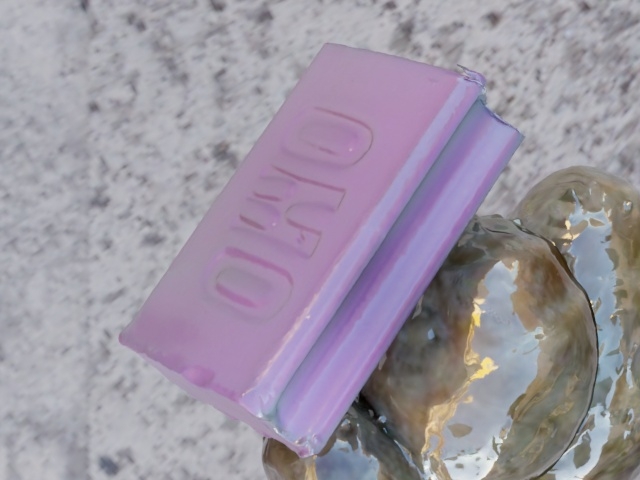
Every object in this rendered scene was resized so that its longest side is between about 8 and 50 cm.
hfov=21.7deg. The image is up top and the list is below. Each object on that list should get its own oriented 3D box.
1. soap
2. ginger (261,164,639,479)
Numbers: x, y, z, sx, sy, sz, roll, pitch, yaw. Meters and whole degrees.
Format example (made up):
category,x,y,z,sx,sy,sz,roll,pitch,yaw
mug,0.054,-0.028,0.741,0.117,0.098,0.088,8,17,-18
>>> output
category,x,y,z,sx,sy,sz,roll,pitch,yaw
soap,0.000,0.000,0.851,0.122,0.203,0.065,19,160,47
ginger,0.099,0.078,0.982,0.155,0.304,0.244,38,116,33
